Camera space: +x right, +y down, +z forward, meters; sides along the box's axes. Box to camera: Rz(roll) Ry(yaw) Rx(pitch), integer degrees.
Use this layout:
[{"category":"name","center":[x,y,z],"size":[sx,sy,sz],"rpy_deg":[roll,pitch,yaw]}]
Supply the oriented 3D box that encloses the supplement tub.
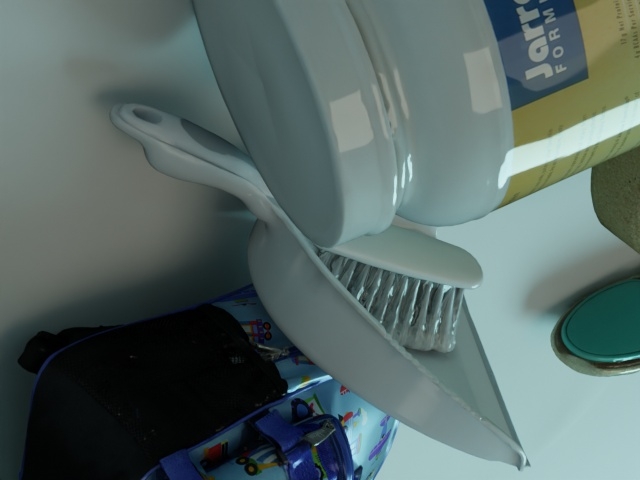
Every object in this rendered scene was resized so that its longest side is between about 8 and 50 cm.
[{"category":"supplement tub","center":[0.068,-0.091,0.587],"size":[0.199,0.144,0.144],"rpy_deg":[-24,140,-15]}]

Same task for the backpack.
[{"category":"backpack","center":[-0.034,0.097,0.699],"size":[0.173,0.117,0.158],"rpy_deg":[-21,138,-39]}]

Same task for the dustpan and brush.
[{"category":"dustpan and brush","center":[0.000,0.000,0.659],"size":[0.211,0.147,0.060],"rpy_deg":[18,125,-30]}]

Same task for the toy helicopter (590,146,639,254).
[{"category":"toy helicopter","center":[0.260,-0.122,0.805],"size":[0.355,0.140,0.235],"rpy_deg":[-43,147,-15]}]

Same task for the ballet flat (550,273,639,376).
[{"category":"ballet flat","center":[0.194,0.045,0.961],"size":[0.168,0.057,0.052],"rpy_deg":[-26,149,-30]}]
